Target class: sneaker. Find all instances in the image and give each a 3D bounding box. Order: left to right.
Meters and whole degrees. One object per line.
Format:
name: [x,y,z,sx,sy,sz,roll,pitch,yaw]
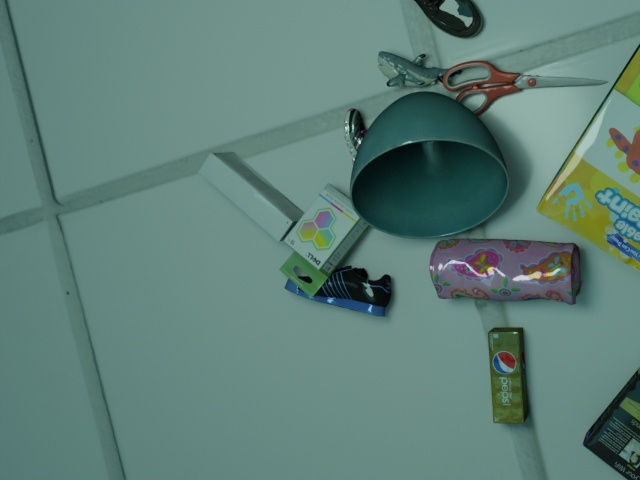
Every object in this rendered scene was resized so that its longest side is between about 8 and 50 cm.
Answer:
sneaker: [0.039,0.092,1.797,0.232,0.081,0.090,12,86,21]
sneaker: [0.099,-0.190,1.750,0.074,0.063,0.170,-13,95,23]
sneaker: [0.210,-0.471,1.646,0.222,0.118,0.083,45,109,13]

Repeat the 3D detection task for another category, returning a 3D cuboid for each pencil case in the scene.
pencil case: [0.350,0.059,1.642,0.284,0.124,0.124,0,95,23]

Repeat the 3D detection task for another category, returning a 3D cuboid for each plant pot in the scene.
plant pot: [0.196,-0.165,1.622,0.290,0.290,0.195,-18,51,23]

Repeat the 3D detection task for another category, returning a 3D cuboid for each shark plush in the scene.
shark plush: [0.192,-0.336,1.690,0.161,0.073,0.067,6,104,18]

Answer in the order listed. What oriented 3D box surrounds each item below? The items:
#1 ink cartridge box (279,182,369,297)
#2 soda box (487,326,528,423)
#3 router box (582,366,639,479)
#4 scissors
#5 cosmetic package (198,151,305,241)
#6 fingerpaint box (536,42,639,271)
ink cartridge box: [0.000,0.000,1.764,0.109,0.062,0.209,39,91,29]
soda box: [0.367,0.263,1.682,0.061,0.058,0.181,-3,94,22]
router box: [0.676,0.368,1.552,0.309,0.081,0.243,38,107,15]
scissors: [0.381,-0.309,1.629,0.297,0.021,0.109,-10,107,23]
cosmetic package: [-0.142,-0.095,1.837,0.239,0.099,0.060,41,108,15]
fingerpaint box: [0.656,-0.097,1.456,0.445,0.163,0.371,32,106,10]
